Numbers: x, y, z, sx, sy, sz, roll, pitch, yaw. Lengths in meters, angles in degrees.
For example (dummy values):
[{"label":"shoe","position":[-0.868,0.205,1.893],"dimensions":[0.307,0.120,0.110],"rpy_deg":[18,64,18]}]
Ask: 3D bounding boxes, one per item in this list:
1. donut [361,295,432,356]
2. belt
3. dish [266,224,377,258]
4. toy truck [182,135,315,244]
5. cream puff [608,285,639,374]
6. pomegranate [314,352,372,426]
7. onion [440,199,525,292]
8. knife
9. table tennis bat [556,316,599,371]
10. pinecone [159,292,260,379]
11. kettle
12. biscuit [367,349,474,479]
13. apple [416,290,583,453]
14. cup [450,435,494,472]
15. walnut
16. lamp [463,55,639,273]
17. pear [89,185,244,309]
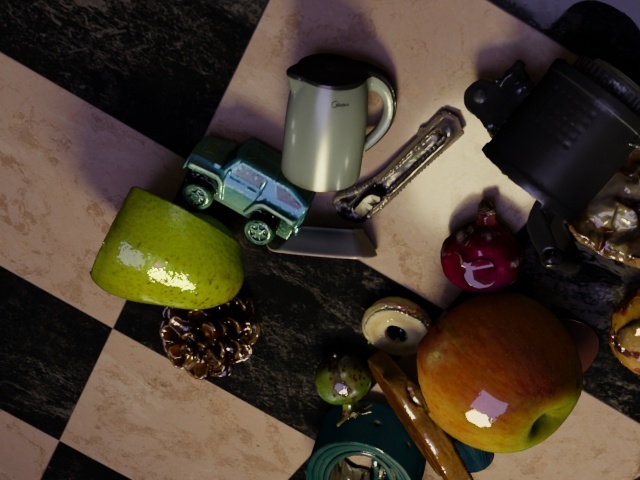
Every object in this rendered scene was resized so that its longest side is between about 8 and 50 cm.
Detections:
[{"label":"donut","position":[0.180,0.198,1.920],"dimensions":[0.175,0.068,0.174],"rpy_deg":[10,132,11]},{"label":"belt","position":[0.121,0.609,2.200],"dimensions":[0.300,0.173,0.436],"rpy_deg":[12,131,14]},{"label":"dish","position":[0.000,0.000,1.797],"dimensions":[0.234,0.154,0.064],"rpy_deg":[3,93,17]},{"label":"toy truck","position":[-0.151,-0.117,1.738],"dimensions":[0.279,0.155,0.156],"rpy_deg":[30,122,-4]},{"label":"cream puff","position":[0.701,0.177,1.654],"dimensions":[0.240,0.164,0.240],"rpy_deg":[12,145,8]},{"label":"pomegranate","position":[0.062,0.359,2.027],"dimensions":[0.148,0.148,0.169],"rpy_deg":[-30,80,36]},{"label":"onion","position":[0.330,0.020,1.679],"dimensions":[0.173,0.135,0.198],"rpy_deg":[3,126,14]},{"label":"knife","position":[0.152,-0.139,1.677],"dimensions":[0.089,0.043,0.365],"rpy_deg":[39,129,-13]},{"label":"table tennis bat","position":[0.535,0.277,1.884],"dimensions":[0.154,0.021,0.274],"rpy_deg":[17,129,7]},{"label":"pinecone","position":[-0.272,0.226,1.990],"dimensions":[0.244,0.257,0.243],"rpy_deg":[0,131,0]},{"label":"kettle","position":[0.037,-0.236,1.584],"dimensions":[0.221,0.161,0.236],"rpy_deg":[-4,128,-12]},{"label":"biscuit","position":[0.235,0.426,1.915],"dimensions":[0.381,0.074,0.359],"rpy_deg":[52,174,21]},{"label":"apple","position":[0.371,0.279,1.728],"dimensions":[0.340,0.339,0.339],"rpy_deg":[10,130,12]},{"label":"cup","position":[0.383,0.496,2.053],"dimensions":[0.150,0.113,0.138],"rpy_deg":[-7,126,27]},{"label":"walnut","position":[0.551,-0.057,1.523],"dimensions":[0.204,0.141,0.238],"rpy_deg":[-20,76,11]},{"label":"lamp","position":[0.428,-0.168,1.400],"dimensions":[0.272,0.205,0.374],"rpy_deg":[-34,69,24]},{"label":"pear","position":[-0.322,0.043,1.807],"dimensions":[0.318,0.238,0.342],"rpy_deg":[23,170,-10]}]
